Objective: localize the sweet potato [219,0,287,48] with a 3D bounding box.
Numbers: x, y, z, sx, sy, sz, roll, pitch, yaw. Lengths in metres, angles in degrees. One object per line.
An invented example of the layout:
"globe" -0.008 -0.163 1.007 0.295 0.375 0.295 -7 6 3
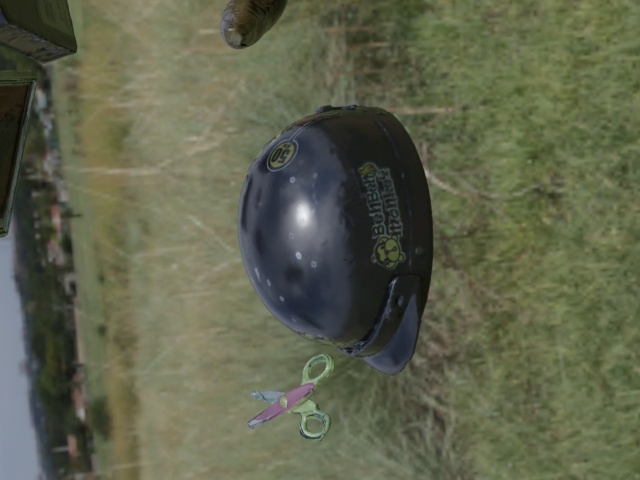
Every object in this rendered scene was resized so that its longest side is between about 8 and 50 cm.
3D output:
"sweet potato" -0.123 -0.396 1.906 0.112 0.085 0.286 -62 -2 32

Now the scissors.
"scissors" -0.047 0.248 1.680 0.187 0.020 0.133 -18 59 44

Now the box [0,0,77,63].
"box" -0.389 -0.397 1.322 0.211 0.058 0.350 17 -122 -78

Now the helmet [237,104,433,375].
"helmet" 0.000 0.000 1.110 0.230 0.161 0.278 161 107 -65

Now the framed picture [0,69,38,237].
"framed picture" -0.493 -0.114 1.595 0.216 0.016 0.273 -25 -47 -67
